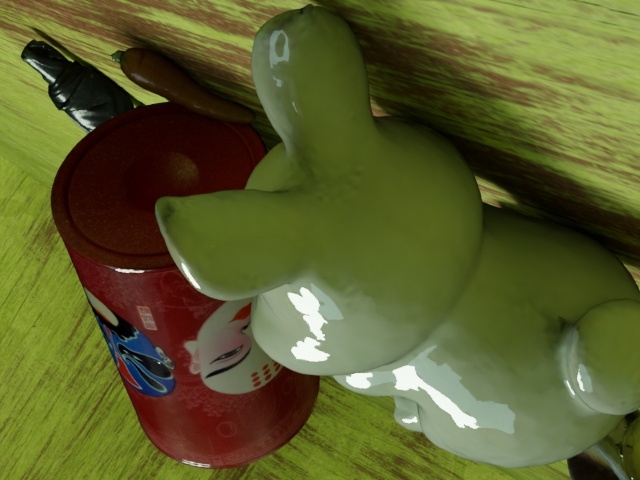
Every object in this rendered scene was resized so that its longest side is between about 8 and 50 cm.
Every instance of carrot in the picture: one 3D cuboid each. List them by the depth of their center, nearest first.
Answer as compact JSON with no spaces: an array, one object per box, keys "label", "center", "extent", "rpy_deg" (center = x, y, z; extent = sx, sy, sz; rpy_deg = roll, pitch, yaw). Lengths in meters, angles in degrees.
[{"label":"carrot","center":[-0.123,-0.137,1.306],"extent":[0.142,0.035,0.035],"rpy_deg":[27,173,-5]}]

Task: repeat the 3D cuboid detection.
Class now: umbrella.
[{"label":"umbrella","center":[-0.237,-0.139,1.608],"extent":[0.235,0.066,0.059],"rpy_deg":[39,174,-31]}]

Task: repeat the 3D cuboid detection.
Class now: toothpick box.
[{"label":"toothpick box","center":[-0.120,0.051,1.409],"extent":[0.204,0.204,0.333],"rpy_deg":[27,151,29]}]

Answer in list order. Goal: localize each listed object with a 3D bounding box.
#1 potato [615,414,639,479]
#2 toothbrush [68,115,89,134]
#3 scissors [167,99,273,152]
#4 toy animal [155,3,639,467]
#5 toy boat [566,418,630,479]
[{"label":"potato","center":[0.351,0.201,1.296],"extent":[0.149,0.113,0.251],"rpy_deg":[36,173,-10]},{"label":"toothbrush","center":[-0.273,-0.129,1.756],"extent":[0.269,0.021,0.027],"rpy_deg":[43,166,45]},{"label":"scissors","center":[-0.065,-0.094,1.383],"extent":[0.212,0.021,0.110],"rpy_deg":[28,169,23]},{"label":"toy animal","center":[0.061,0.012,0.962],"extent":[0.367,0.196,0.241],"rpy_deg":[33,165,-27]},{"label":"toy boat","center":[0.307,0.219,1.697],"extent":[0.293,0.111,0.276],"rpy_deg":[44,173,1]}]
